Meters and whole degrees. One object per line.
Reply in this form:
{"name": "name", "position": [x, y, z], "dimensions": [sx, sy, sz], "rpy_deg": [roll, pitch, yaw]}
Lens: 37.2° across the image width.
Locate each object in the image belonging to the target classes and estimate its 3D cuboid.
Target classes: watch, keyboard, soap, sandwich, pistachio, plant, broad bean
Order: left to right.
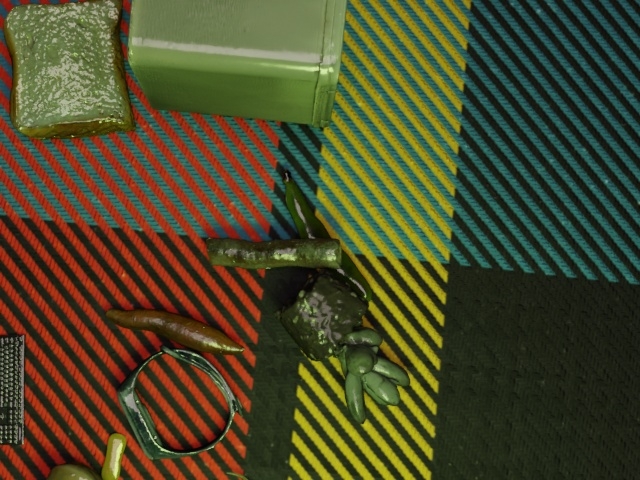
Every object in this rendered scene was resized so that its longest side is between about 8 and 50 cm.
{"name": "keyboard", "position": [-0.565, 0.270, 1.723], "dimensions": [0.063, 0.010, 0.198], "rpy_deg": [-1, 84, -3]}
{"name": "sandwich", "position": [-0.464, -0.318, 1.759], "dimensions": [0.226, 0.087, 0.251], "rpy_deg": [-7, 84, -4]}
{"name": "pistachio", "position": [-0.406, 0.464, 1.662], "dimensions": [0.126, 0.108, 0.185], "rpy_deg": [-31, 103, 30]}
{"name": "soap", "position": [-0.374, 0.394, 1.722], "dimensions": [0.034, 0.012, 0.089], "rpy_deg": [10, 83, -3]}
{"name": "watch", "position": [-0.256, 0.288, 1.719], "dimensions": [0.193, 0.068, 0.206], "rpy_deg": [-26, 90, -10]}
{"name": "broad bean", "position": [-0.001, 0.001, 1.781], "dimensions": [0.060, 0.043, 0.298], "rpy_deg": [-34, 86, -16]}
{"name": "plant", "position": [0.049, 0.187, 1.712], "dimensions": [0.146, 0.149, 0.275], "rpy_deg": [-37, 90, -7]}

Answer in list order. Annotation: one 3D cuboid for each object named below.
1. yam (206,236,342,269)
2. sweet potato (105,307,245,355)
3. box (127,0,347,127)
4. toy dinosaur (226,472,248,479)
{"name": "yam", "position": [-0.087, 0.024, 1.741], "dimensions": [0.252, 0.061, 0.061], "rpy_deg": [1, 83, 8]}
{"name": "sweet potato", "position": [-0.263, 0.160, 1.738], "dimensions": [0.264, 0.057, 0.057], "rpy_deg": [18, 83, 4]}
{"name": "box", "position": [-0.137, -0.323, 1.654], "dimensions": [0.343, 0.352, 0.178], "rpy_deg": [3, 83, -2]}
{"name": "toy dinosaur", "position": [-0.094, 0.471, 1.724], "dimensions": [0.058, 0.037, 0.180], "rpy_deg": [-41, 89, -12]}
